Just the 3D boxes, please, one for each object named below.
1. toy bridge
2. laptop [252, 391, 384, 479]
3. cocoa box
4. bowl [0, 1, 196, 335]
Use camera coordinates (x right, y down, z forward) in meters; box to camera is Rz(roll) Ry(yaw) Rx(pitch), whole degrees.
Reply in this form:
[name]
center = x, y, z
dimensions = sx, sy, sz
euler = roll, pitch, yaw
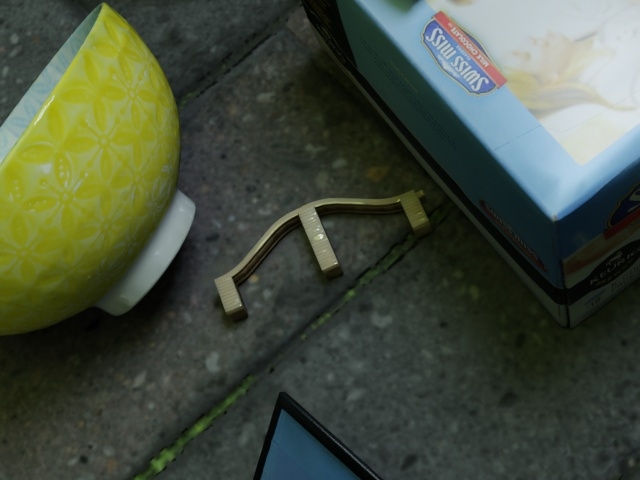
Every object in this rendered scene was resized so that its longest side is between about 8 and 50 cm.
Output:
[toy bridge]
center = 0.000, 0.000, 0.890
dimensions = 0.188, 0.026, 0.063
euler = -25, 64, 3
[laptop]
center = -0.016, 0.286, 0.718
dimensions = 0.234, 0.136, 0.264
euler = 39, 82, 25
[cocoa box]
center = 0.157, -0.157, 0.803
dimensions = 0.231, 0.228, 0.347
euler = -36, 65, -2
[bowl]
center = -0.194, -0.029, 0.861
dimensions = 0.156, 0.289, 0.289
euler = 36, 77, -20
